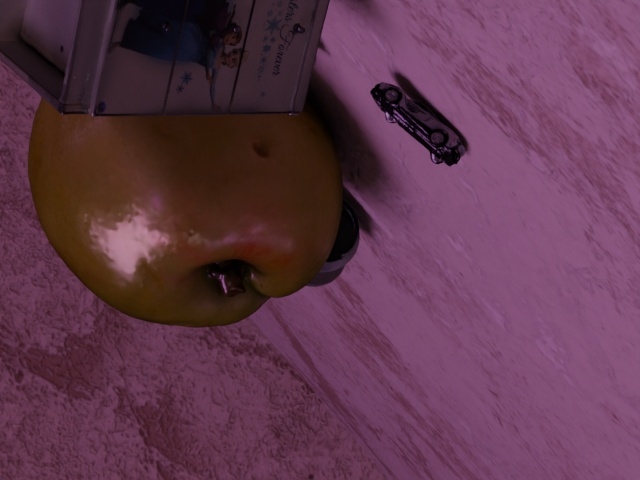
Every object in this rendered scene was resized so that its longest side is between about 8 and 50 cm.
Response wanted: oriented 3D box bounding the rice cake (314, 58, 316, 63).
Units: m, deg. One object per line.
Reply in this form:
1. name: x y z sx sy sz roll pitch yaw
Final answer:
1. rice cake: -0.067 -0.207 1.776 0.211 0.034 0.043 40 157 45

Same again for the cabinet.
1. cabinet: -0.119 -0.185 1.469 0.150 0.206 0.145 39 123 45

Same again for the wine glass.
1. wine glass: 0.000 0.000 2.119 0.079 0.079 0.195 48 171 4

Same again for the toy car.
1. toy car: 0.079 -0.097 1.587 0.093 0.025 0.041 43 167 12

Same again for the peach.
1. peach: -0.135 -0.065 1.895 0.315 0.281 0.314 55 177 20
